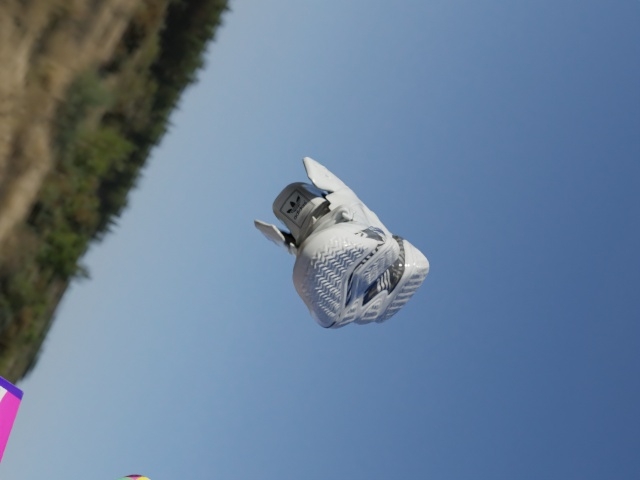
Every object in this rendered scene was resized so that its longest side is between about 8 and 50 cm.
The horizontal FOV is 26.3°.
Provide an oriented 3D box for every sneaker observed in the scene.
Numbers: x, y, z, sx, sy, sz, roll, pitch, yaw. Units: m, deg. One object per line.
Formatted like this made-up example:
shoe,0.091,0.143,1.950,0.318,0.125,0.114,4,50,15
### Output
sneaker,0.000,0.000,1.744,0.137,0.210,0.366,-52,162,8

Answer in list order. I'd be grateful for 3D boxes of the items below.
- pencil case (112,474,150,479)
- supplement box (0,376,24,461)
pencil case,-0.278,0.344,1.589,0.104,0.104,0.236,-57,157,20
supplement box,-0.422,0.241,1.468,0.113,0.111,0.220,-8,-126,31
